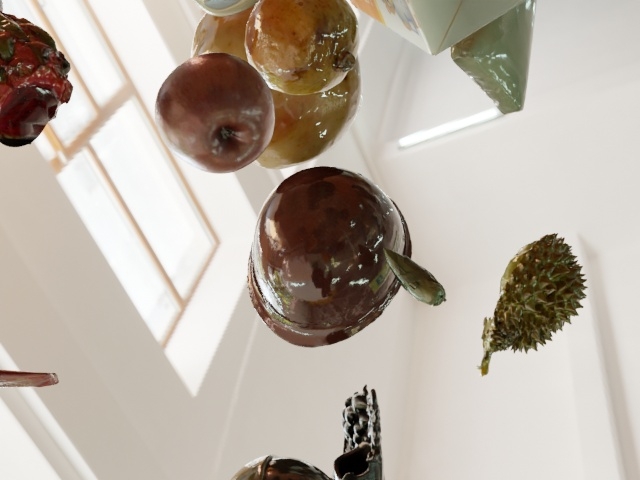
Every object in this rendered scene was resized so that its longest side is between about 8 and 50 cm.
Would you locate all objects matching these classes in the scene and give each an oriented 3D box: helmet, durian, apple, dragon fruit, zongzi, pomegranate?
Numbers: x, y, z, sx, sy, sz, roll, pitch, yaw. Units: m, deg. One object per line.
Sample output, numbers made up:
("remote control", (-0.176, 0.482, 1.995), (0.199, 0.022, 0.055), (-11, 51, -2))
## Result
("helmet", (0.000, 0.000, 1.753), (0.338, 0.230, 0.385), (25, -107, 16))
("durian", (0.260, 0.084, 1.089), (0.102, 0.146, 0.208), (32, -103, 29))
("apple", (-0.130, -0.157, 1.115), (0.153, 0.153, 0.120), (-27, -143, -2))
("dragon fruit", (-0.413, -0.214, 1.115), (0.166, 0.160, 0.172), (-35, -121, -16))
("zongzi", (0.172, 0.067, 1.612), (0.055, 0.119, 0.109), (-48, -143, -2))
("pomegranate", (-0.098, -0.346, 1.926), (0.412, 0.411, 0.411), (-21, -155, 10))
("pomegranate", (-0.030, -0.363, 1.606), (0.215, 0.215, 0.215), (-21, -155, 10))

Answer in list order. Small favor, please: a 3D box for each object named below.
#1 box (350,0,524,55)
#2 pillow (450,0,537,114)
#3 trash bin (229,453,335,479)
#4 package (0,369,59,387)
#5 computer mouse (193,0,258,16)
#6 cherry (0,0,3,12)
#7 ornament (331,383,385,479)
("box", (0.098, -0.395, 1.112), (0.143, 0.225, 0.341), (-31, -151, -2))
("pillow", (0.363, -0.449, 1.809), (0.120, 0.255, 0.322), (-6, -117, 37))
("trash bin", (-0.037, 0.466, 1.299), (0.214, 0.333, 0.214), (-13, -155, 6))
("package", (-0.622, 0.273, 1.736), (0.201, 0.083, 0.022), (2, -116, -11))
("computer mouse", (-0.176, -0.460, 1.354), (0.145, 0.236, 0.082), (-16, -147, 30))
("cherry", (-0.772, -0.443, 1.722), (0.307, 0.221, 0.261), (-15, -142, -41))
("ornament", (0.067, 0.354, 1.500), (0.106, 0.260, 0.251), (-1, -163, -1))
